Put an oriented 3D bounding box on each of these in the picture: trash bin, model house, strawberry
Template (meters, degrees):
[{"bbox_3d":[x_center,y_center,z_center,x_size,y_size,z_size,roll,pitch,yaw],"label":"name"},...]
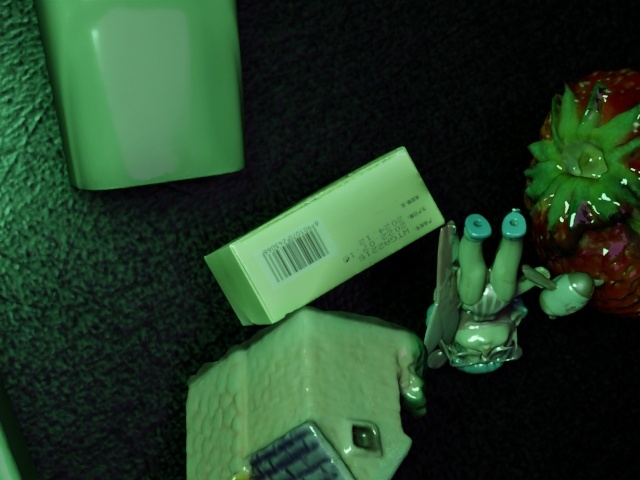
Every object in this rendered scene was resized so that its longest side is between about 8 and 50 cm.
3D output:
[{"bbox_3d":[-0.180,-0.185,1.150,0.219,0.220,0.250,-8,98,-15],"label":"trash bin"},{"bbox_3d":[0.001,0.225,1.130,0.202,0.237,0.237,22,51,-33],"label":"model house"},{"bbox_3d":[0.368,-0.051,1.312,0.288,0.250,0.238,17,48,-37],"label":"strawberry"}]

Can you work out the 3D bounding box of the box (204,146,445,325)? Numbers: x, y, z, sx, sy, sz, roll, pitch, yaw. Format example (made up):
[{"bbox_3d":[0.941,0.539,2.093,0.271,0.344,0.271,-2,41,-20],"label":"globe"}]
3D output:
[{"bbox_3d":[0.000,0.000,1.213,0.212,0.168,0.095,-30,91,-15],"label":"box"}]

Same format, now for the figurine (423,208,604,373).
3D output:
[{"bbox_3d":[0.194,0.048,1.242,0.205,0.260,0.103,-13,53,-7],"label":"figurine"}]

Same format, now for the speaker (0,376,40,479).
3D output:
[{"bbox_3d":[-0.395,0.170,1.090,0.184,0.183,0.406,-21,95,-11],"label":"speaker"}]
